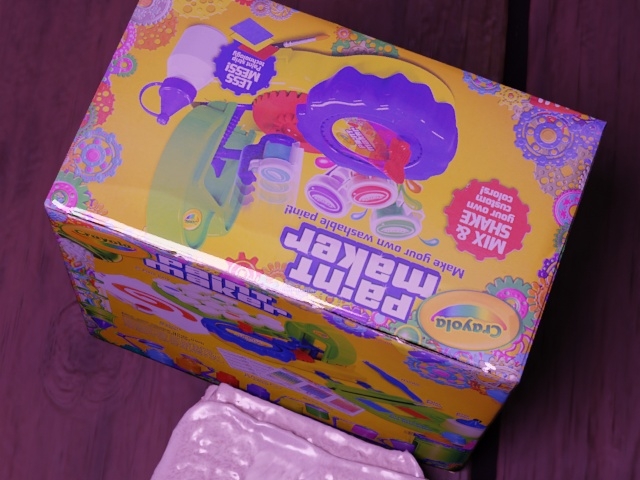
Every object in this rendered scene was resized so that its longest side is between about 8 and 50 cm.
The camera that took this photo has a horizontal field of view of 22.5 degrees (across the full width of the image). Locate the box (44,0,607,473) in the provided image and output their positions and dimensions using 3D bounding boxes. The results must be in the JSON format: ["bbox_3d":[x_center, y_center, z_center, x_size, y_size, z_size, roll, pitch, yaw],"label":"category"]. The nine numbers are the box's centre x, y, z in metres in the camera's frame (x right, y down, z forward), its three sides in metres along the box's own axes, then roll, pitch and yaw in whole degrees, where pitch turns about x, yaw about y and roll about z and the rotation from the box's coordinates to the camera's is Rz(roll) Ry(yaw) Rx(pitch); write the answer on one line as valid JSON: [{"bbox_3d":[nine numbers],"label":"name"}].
[{"bbox_3d":[0.000,0.000,1.055,0.290,0.279,0.177,21,72,4],"label":"box"}]

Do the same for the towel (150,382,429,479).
[{"bbox_3d":[-0.051,0.250,1.084,0.187,0.049,0.282,20,75,5],"label":"towel"}]
